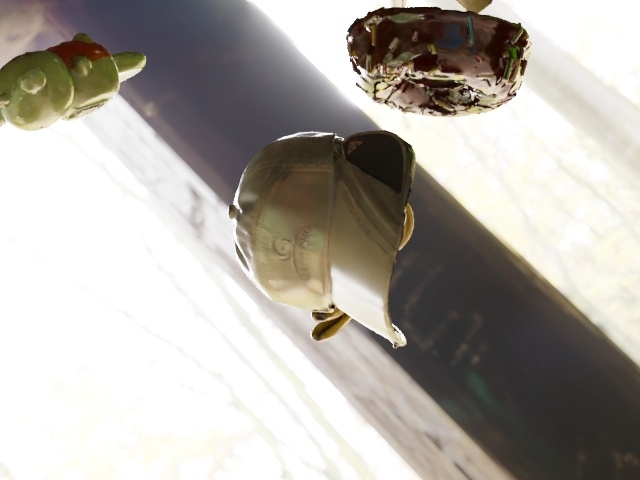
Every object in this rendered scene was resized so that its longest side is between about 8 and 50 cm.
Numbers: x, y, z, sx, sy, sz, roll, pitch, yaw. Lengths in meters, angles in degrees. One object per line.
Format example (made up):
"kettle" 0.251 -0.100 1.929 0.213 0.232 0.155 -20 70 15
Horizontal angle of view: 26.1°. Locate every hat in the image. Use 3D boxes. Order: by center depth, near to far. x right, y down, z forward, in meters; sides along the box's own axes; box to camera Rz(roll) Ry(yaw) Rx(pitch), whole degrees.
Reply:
"hat" 0.007 0.003 1.413 0.161 0.275 0.232 -17 -57 -24

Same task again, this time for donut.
"donut" 0.142 -0.213 1.683 0.235 0.235 0.089 43 -130 -71

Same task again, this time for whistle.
"whistle" -0.351 -0.222 1.915 0.131 0.106 0.288 -35 -3 40

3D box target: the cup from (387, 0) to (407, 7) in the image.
"cup" 0.102 -0.511 2.211 0.168 0.299 0.173 -9 -14 2

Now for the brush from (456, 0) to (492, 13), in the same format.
"brush" 0.170 -0.443 2.027 0.047 0.233 0.103 -32 24 51

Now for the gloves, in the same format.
"gloves" 0.040 0.027 1.846 0.294 0.116 0.133 -58 -17 -61
